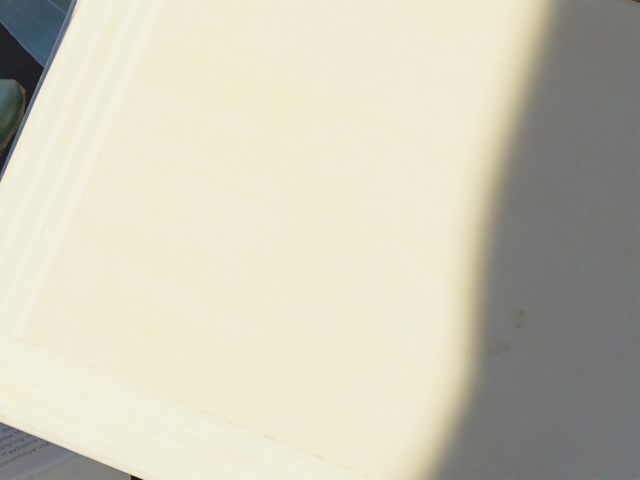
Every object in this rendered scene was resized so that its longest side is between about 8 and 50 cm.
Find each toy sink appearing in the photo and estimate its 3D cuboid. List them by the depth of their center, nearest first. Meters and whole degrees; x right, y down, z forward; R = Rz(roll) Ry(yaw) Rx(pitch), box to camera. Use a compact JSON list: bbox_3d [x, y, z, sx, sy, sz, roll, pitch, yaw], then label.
[{"bbox_3d":[0.000,0.000,0.441,0.153,0.234,0.131,62,-131,-77],"label":"toy sink"}]

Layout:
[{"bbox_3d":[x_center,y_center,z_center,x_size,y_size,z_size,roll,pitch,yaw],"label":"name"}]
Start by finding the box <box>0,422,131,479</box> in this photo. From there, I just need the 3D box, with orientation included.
[{"bbox_3d":[-0.161,0.094,0.794,0.170,0.091,0.130,39,139,38],"label":"box"}]

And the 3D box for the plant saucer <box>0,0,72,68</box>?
[{"bbox_3d":[-0.087,-0.081,0.894,0.037,0.195,0.195,-49,24,-10],"label":"plant saucer"}]
